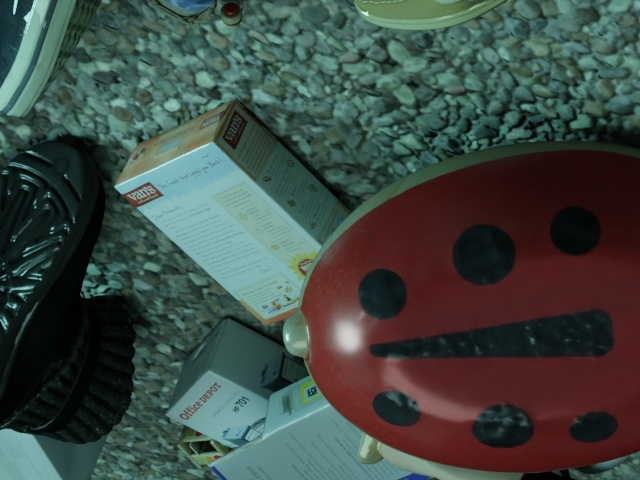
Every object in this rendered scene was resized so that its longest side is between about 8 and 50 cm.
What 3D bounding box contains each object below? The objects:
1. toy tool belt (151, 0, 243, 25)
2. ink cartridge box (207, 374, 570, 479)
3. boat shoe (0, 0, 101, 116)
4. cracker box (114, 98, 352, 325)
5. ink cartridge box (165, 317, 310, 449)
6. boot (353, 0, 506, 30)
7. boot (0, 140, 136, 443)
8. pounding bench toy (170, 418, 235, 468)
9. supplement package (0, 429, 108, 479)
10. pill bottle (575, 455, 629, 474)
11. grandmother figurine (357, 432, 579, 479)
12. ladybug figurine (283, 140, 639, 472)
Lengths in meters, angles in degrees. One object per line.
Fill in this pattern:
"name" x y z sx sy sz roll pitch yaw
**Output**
"toy tool belt" -0.109 -0.218 1.650 0.083 0.052 0.051 16 153 5
"ink cartridge box" 0.080 0.245 2.063 0.307 0.072 0.303 -25 130 16
"boat shoe" -0.226 -0.303 1.489 0.156 0.187 0.500 22 139 1
"cracker box" -0.070 -0.024 1.868 0.156 0.067 0.232 -20 126 43
"ink cartridge box" -0.061 0.186 2.141 0.191 0.082 0.139 27 144 -12
"boot" 0.095 -0.255 1.416 0.262 0.095 0.203 -6 152 35
"boot" -0.277 0.063 2.021 0.131 0.348 0.260 36 -166 31
"pounding bench toy" -0.136 0.232 2.262 0.065 0.052 0.083 -9 135 35
"supplement package" -0.388 0.199 2.258 0.203 0.149 0.194 4 142 21
"pill bottle" 0.194 0.100 1.829 0.278 0.162 0.162 30 144 -15
"grandmother figurine" 0.204 0.247 1.820 0.342 0.208 0.104 22 108 27
"ladybug figurine" 0.190 0.070 1.652 0.449 0.162 0.305 -9 100 3
